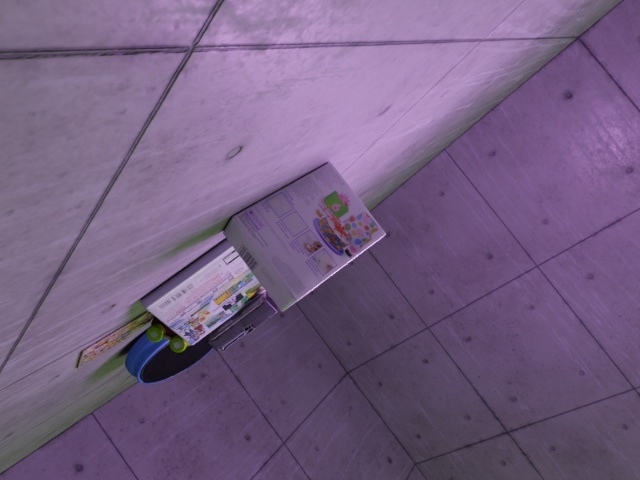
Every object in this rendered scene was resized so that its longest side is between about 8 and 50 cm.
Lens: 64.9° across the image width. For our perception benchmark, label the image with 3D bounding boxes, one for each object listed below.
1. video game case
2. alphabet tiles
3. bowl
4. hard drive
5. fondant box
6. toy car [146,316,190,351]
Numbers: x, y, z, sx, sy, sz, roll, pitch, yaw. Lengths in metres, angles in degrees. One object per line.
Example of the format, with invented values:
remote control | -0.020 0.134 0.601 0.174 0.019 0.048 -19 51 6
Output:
video game case | -0.282 0.132 1.387 0.329 0.036 0.300 -37 151 -10
alphabet tiles | -0.582 0.277 1.451 0.237 0.009 0.198 -33 174 -37
bowl | -0.521 0.388 1.866 0.391 0.077 0.391 -34 158 -16
hard drive | -0.250 0.197 1.665 0.236 0.064 0.339 -37 -158 11
fondant box | -0.032 -0.018 1.229 0.330 0.238 0.096 -34 174 -34
toy car | -0.424 0.218 1.550 0.155 0.148 0.189 -77 -168 -78
